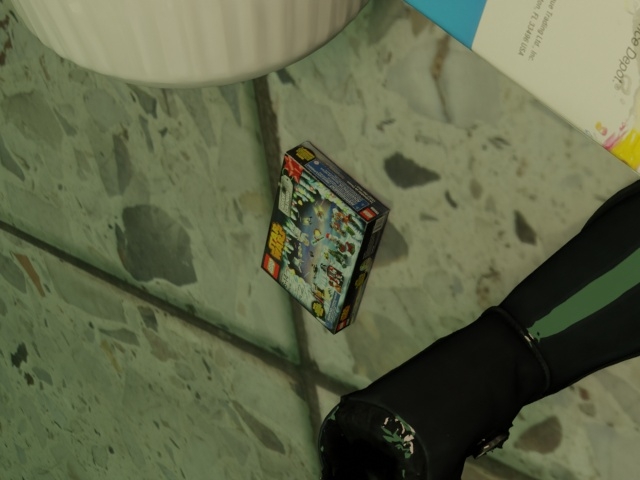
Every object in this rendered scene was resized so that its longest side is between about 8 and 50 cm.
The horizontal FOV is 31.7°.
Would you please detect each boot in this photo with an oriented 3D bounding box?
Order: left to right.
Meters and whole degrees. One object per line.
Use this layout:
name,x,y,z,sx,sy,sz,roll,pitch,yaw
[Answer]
boot,0.117,0.073,0.664,0.094,0.207,0.246,53,144,9

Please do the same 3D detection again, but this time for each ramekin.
ramekin,-0.077,-0.206,0.668,0.273,0.273,0.127,35,150,30

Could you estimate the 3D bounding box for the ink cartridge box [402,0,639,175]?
ink cartridge box,0.184,-0.134,0.468,0.232,0.168,0.171,42,142,23

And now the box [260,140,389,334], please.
box,0.000,0.000,0.909,0.094,0.027,0.137,42,141,25
